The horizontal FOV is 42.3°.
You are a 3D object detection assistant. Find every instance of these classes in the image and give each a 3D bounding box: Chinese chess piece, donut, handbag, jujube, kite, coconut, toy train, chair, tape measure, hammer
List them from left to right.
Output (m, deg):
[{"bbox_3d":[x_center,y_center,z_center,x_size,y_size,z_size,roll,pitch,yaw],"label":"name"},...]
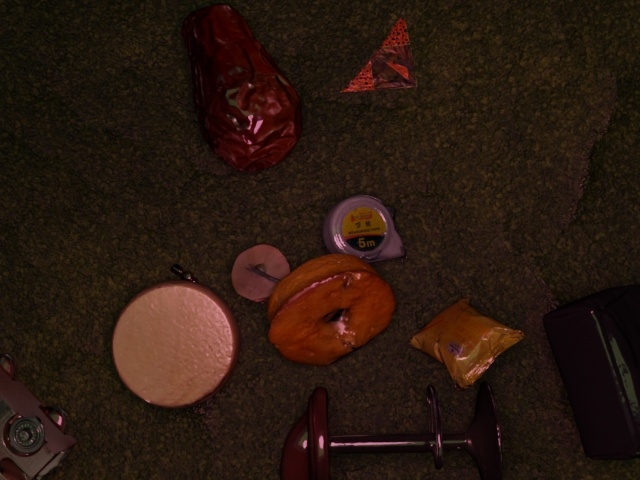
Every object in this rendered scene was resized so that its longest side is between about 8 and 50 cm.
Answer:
[{"bbox_3d":[-0.627,0.334,1.602,0.159,0.129,0.326,-45,85,1],"label":"toy train"},{"bbox_3d":[-0.324,0.130,1.679,0.065,0.021,0.178,40,87,5],"label":"hammer"},{"bbox_3d":[-0.282,0.202,1.619,0.251,0.097,0.250,0,89,-2],"label":"Chinese chess piece"},{"bbox_3d":[-0.165,-0.308,1.642,0.216,0.216,0.342,-27,78,-3],"label":"jujube"},{"bbox_3d":[-0.116,0.067,1.631,0.116,0.122,0.116,0,82,1],"label":"coconut"},{"bbox_3d":[0.000,0.001,1.633,0.331,0.084,0.163,-8,77,-16],"label":"tape measure"},{"bbox_3d":[0.016,0.134,1.574,0.254,0.253,0.118,-30,45,-3],"label":"donut"},{"bbox_3d":[0.118,0.381,1.538,0.401,0.226,0.226,-2,83,1],"label":"chair"},{"bbox_3d":[0.156,-0.360,1.739,0.125,0.008,0.222,38,85,4],"label":"kite"},{"bbox_3d":[0.568,0.243,1.596,0.178,0.275,0.301,-23,83,42],"label":"handbag"}]

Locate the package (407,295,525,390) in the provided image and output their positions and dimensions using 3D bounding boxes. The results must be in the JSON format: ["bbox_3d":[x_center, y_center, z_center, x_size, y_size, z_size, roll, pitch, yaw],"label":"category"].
[{"bbox_3d":[0.270,0.190,1.579,0.168,0.226,0.090,-39,114,-9],"label":"package"}]
